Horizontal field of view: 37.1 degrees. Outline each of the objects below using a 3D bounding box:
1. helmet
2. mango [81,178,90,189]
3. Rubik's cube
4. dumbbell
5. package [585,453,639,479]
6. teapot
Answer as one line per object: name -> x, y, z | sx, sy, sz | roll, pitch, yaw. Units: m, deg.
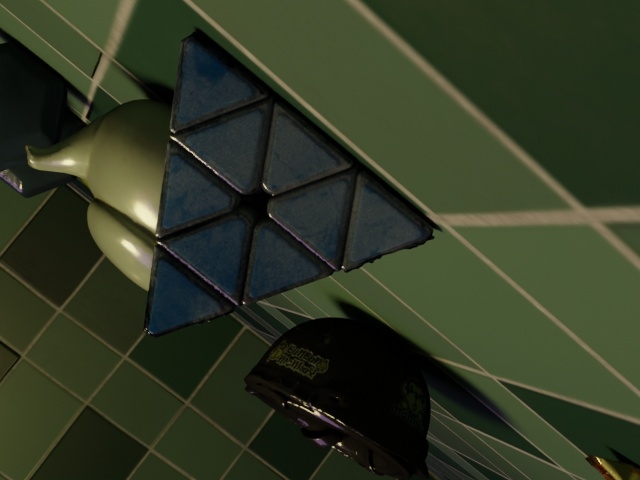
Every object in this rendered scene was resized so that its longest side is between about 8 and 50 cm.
helmet -> 0.044, 0.187, 1.212 | 0.278, 0.160, 0.230 | 7, 151, 48
mango -> -0.281, -0.078, 1.343 | 0.163, 0.089, 0.117 | 38, 170, 2
Rubik's cube -> -0.073, -0.045, 0.649 | 0.211, 0.190, 0.178 | 18, 142, 50
dumbbell -> -0.409, -0.154, 1.295 | 0.160, 0.144, 0.325 | 40, 171, -4
package -> 0.316, 0.248, 0.892 | 0.120, 0.031, 0.108 | 27, 166, 48
teapot -> -0.126, -0.008, 0.937 | 0.220, 0.149, 0.318 | 33, 169, 31
